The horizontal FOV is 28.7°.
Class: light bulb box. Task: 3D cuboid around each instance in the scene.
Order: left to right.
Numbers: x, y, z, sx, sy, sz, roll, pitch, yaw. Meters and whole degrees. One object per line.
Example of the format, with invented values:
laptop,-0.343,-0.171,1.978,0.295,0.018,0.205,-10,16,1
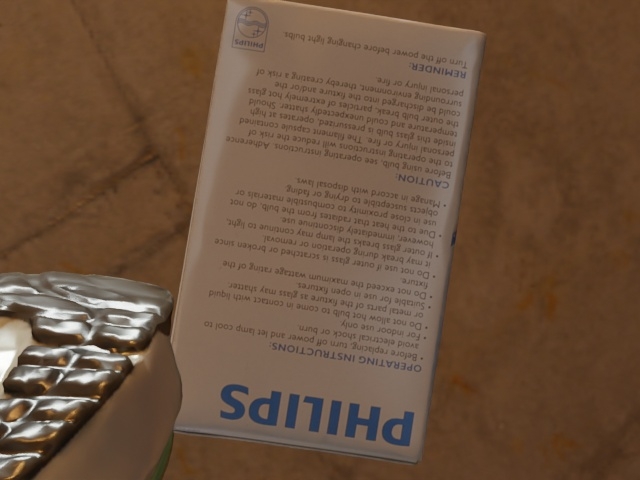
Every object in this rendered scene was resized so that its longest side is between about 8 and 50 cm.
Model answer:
light bulb box,0.000,0.000,1.174,0.225,0.358,0.361,9,-93,0

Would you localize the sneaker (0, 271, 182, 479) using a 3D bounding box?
sneaker,-0.117,0.178,0.314,0.410,0.158,0.182,-62,-38,-53
